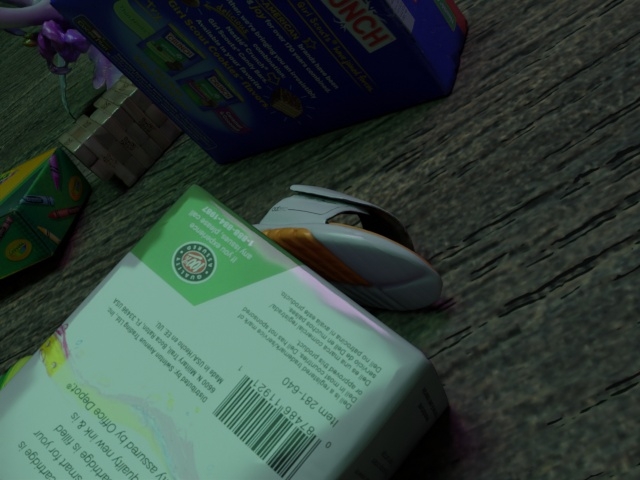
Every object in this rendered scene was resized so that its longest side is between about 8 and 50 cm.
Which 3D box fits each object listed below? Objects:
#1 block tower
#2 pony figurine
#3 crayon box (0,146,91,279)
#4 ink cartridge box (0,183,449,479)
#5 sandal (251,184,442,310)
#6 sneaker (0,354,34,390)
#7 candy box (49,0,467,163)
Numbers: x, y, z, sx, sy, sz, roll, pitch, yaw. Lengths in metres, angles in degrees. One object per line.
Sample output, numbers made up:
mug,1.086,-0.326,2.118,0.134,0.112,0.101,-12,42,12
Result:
block tower,-0.199,-0.220,1.082,0.335,0.091,0.097,-47,35,-9
pony figurine,-0.381,-0.356,1.180,0.303,0.364,0.350,14,97,43
crayon box,-0.465,-0.007,1.084,0.279,0.081,0.165,-22,30,18
ink cartridge box,-0.087,0.136,0.496,0.201,0.117,0.278,36,79,26
sandal,-0.007,-0.006,0.650,0.265,0.102,0.076,4,58,49
sneaker,-0.307,0.231,0.688,0.124,0.109,0.295,-29,24,27
candy box,-0.059,-0.229,0.796,0.317,0.268,0.122,-10,50,37
